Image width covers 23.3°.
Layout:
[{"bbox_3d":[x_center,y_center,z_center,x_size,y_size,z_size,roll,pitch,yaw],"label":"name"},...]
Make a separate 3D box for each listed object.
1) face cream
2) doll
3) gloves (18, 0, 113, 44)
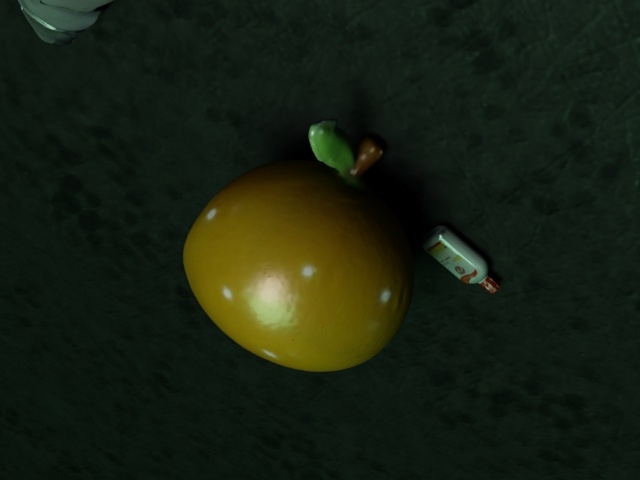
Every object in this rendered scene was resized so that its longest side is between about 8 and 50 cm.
[{"bbox_3d":[0.135,0.020,1.455,0.083,0.021,0.040,39,146,-9],"label":"face cream"},{"bbox_3d":[0.000,0.000,1.412,0.213,0.213,0.236,31,106,3],"label":"doll"},{"bbox_3d":[-0.187,-0.263,1.310,0.142,0.119,0.285,6,145,-17],"label":"gloves"}]
